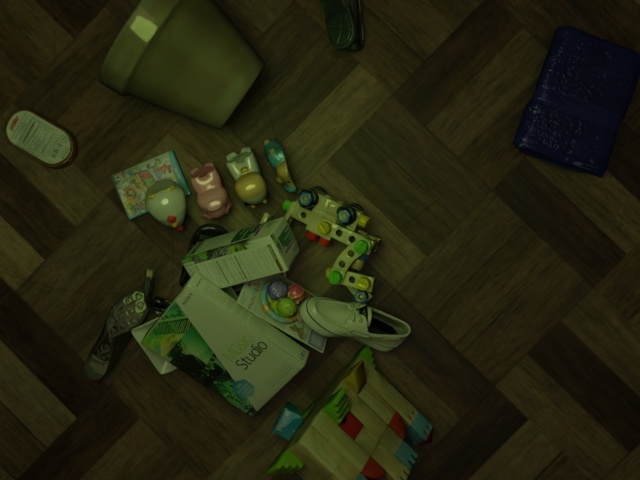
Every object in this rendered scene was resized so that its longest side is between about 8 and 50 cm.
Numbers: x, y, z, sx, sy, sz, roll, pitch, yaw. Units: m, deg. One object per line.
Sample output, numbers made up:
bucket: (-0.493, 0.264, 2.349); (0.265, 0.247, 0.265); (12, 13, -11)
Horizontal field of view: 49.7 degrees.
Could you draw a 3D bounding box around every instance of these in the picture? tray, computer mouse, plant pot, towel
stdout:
tray: (-0.301, 0.210, 1.656); (0.270, 0.030, 0.145); (-25, 113, 7)
computer mouse: (-0.320, 0.069, 1.655); (0.184, 0.060, 0.261); (11, 106, -8)
plant pot: (-0.292, -0.412, 1.572); (0.280, 0.323, 0.323); (34, 91, -14)
towel: (0.601, -0.322, 1.619); (0.228, 0.076, 0.308); (21, 90, -4)

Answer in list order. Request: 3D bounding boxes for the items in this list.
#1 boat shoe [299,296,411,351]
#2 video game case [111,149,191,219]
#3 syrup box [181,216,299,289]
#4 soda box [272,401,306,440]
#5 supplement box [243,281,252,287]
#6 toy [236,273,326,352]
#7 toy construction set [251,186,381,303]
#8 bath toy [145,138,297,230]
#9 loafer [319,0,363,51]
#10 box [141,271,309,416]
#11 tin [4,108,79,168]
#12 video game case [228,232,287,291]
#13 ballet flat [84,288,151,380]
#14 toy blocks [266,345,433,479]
boat shoe: (0.085, 0.183, 1.578); (0.268, 0.088, 0.096); (25, 47, -20)
video game case: (-0.416, -0.136, 1.697); (0.166, 0.015, 0.119); (-23, 88, 2)
syrup box: (-0.175, 0.034, 1.530); (0.237, 0.093, 0.096); (-16, 113, 25)
soda box: (-0.006, 0.467, 1.642); (0.210, 0.071, 0.067); (29, 91, 3)
supplement box: (-0.160, 0.083, 1.643); (0.043, 0.055, 0.083); (-2, 89, 3)
toy: (-0.063, 0.142, 1.585); (0.237, 0.136, 0.056); (35, 135, -19)
toy construction set: (0.000, 0.000, 1.616); (0.328, 0.151, 0.215); (22, 106, 3)
bath toy: (-0.238, -0.113, 1.632); (0.348, 0.151, 0.129); (-19, 121, 2)
loafer: (0.051, -0.580, 1.654); (0.096, 0.084, 0.267); (-9, 85, 34)
box: (-0.220, 0.245, 1.582); (0.322, 0.058, 0.232); (37, 121, -8)
tin: (-0.688, -0.252, 1.703); (0.190, 0.040, 0.106); (30, 87, 3)
video game case: (-0.165, 0.047, 1.681); (0.157, 0.019, 0.143); (-7, 90, 2)
ballet flat: (-0.493, 0.228, 1.684); (0.084, 0.058, 0.249); (29, 87, 0)
toy blocks: (0.094, 0.450, 1.533); (0.261, 0.381, 0.191); (44, 133, 0)
